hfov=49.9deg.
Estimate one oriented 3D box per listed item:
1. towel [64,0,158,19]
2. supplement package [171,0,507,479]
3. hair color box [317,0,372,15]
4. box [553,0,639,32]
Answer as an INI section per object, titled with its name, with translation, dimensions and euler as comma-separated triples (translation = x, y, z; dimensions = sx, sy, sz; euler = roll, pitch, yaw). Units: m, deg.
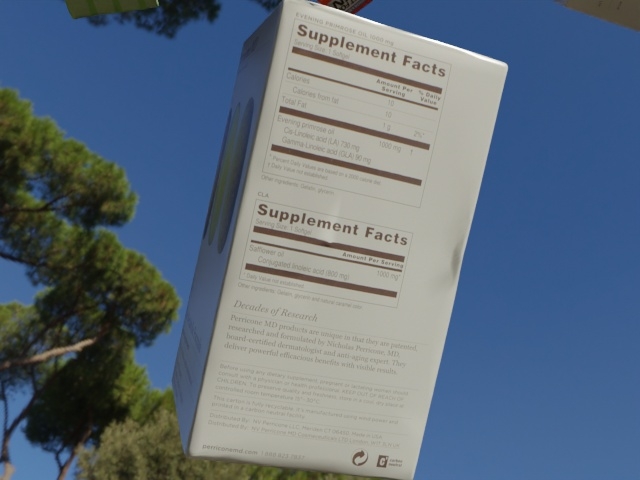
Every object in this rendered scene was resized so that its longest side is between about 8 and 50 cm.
[towel]
translation = -0.258, -0.335, 0.797
dimensions = 0.113, 0.023, 0.152
euler = -8, -41, -4
[supplement package]
translation = 0.000, 0.000, 0.428
dimensions = 0.134, 0.139, 0.244
euler = 12, -88, -16
[hair color box]
translation = -0.017, -0.288, 0.618
dimensions = 0.053, 0.093, 0.167
euler = -28, -47, 32
[box]
translation = 0.335, -0.314, 0.704
dimensions = 0.182, 0.119, 0.181
euler = 11, -64, -17
